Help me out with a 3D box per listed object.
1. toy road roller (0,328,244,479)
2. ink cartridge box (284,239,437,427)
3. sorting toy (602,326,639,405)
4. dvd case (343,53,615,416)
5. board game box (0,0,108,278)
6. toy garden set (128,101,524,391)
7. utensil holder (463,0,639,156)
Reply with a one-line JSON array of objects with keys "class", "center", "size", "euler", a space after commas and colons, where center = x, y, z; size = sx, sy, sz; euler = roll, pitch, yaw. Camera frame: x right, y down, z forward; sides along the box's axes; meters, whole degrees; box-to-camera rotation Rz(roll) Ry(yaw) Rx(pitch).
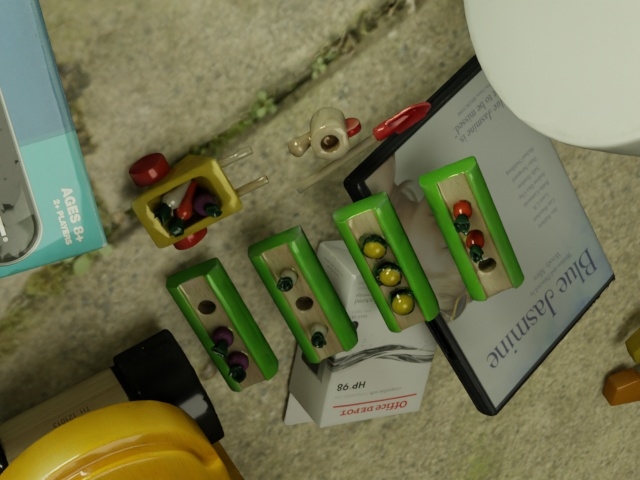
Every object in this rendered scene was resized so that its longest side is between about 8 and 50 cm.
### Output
[{"class": "toy road roller", "center": [-0.125, 0.254, 0.780], "size": [0.202, 0.240, 0.330], "euler": [-27, 128, -15]}, {"class": "ink cartridge box", "center": [0.039, 0.090, 0.900], "size": [0.104, 0.060, 0.180], "euler": [-4, 119, -31]}, {"class": "sorting toy", "center": [0.449, 0.083, 1.133], "size": [0.307, 0.041, 0.229], "euler": [-8, 131, -15]}, {"class": "dvd case", "center": [0.138, -0.005, 0.867], "size": [0.180, 0.022, 0.253], "euler": [-44, 120, -22]}, {"class": "board game box", "center": [-0.305, -0.072, 0.537], "size": [0.336, 0.079, 0.254], "euler": [-17, 117, -13]}, {"class": "toy garden set", "center": [0.000, 0.000, 0.764], "size": [0.244, 0.049, 0.204], "euler": [-22, 119, 10]}, {"class": "utensil holder", "center": [0.338, -0.201, 0.747], "size": [0.385, 0.327, 0.328], "euler": [2, 116, -29]}]
